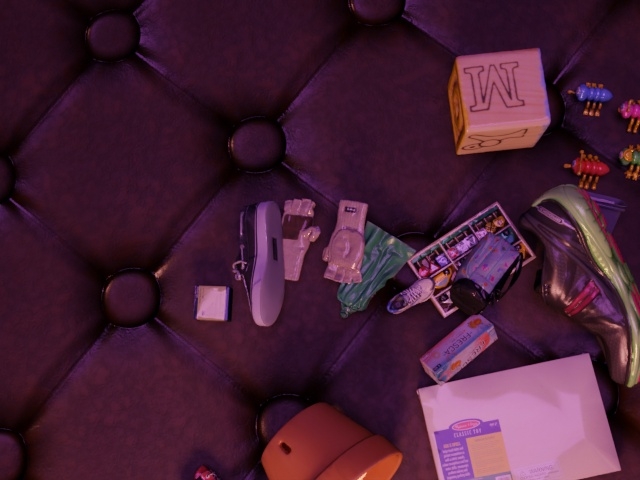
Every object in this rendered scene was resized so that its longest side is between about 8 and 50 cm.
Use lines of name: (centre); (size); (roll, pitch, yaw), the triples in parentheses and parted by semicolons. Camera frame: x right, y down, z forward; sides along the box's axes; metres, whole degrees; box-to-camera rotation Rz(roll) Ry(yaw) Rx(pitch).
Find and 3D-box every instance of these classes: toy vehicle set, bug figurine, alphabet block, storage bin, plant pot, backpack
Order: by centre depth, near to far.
plant pot: (0.009, 0.495, 1.659); (0.291, 0.291, 0.203); (-43, 64, -5)
backpack: (0.380, 0.071, 1.733); (0.115, 0.152, 0.182); (40, 72, 0)
storage bin: (0.647, -0.064, 1.810); (0.135, 0.098, 0.091); (14, 108, 6)
alphabet block: (0.423, -0.330, 1.818); (0.197, 0.192, 0.193); (-5, 77, 1)
toy vehicle set: (0.362, 0.046, 1.828); (0.267, 0.035, 0.166); (-33, 79, -3)
bug figurine: (0.711, -0.264, 1.846); (0.216, 0.072, 0.278); (5, 79, 4)

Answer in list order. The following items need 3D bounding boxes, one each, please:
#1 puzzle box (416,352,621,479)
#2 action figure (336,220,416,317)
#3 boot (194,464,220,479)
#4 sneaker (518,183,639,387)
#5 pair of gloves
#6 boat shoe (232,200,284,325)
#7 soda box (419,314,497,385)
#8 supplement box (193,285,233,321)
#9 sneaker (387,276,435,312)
puzzle box: (0.450, 0.432, 1.743); (0.409, 0.052, 0.272); (-12, 79, 2)
action figure: (0.111, 0.087, 1.823); (0.137, 0.063, 0.232); (32, 90, 7)
boot: (-0.196, 0.583, 1.740); (0.244, 0.088, 0.176); (-23, 77, 3)
sneaker: (0.609, 0.110, 1.742); (0.202, 0.185, 0.482); (-24, 88, 28)
pair of gloves: (0.000, 0.000, 1.830); (0.240, 0.042, 0.204); (2, 84, 25)
boat shoe: (-0.157, 0.056, 1.812); (0.105, 0.113, 0.306); (-8, 77, 26)
soda box: (0.323, 0.251, 1.759); (0.183, 0.058, 0.063); (-38, 43, -10)
supplement box: (-0.260, 0.154, 1.836); (0.083, 0.056, 0.083); (1, 80, 3)
sneaker: (0.213, 0.135, 1.789); (0.135, 0.058, 0.052); (-38, 78, 19)
